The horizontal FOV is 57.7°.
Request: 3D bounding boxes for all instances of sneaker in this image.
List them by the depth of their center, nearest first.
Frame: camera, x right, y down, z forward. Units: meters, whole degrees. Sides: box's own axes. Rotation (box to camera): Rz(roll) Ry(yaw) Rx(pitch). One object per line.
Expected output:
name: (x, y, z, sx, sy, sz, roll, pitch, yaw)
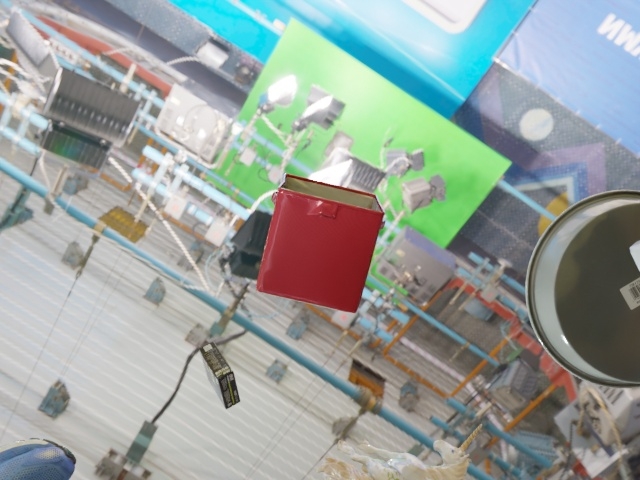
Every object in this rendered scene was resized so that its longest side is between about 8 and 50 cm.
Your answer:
sneaker: (-0.483, 0.420, 0.804, 0.147, 0.330, 0.130, 29, 151, 48)

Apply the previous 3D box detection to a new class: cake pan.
cake pan: (0.447, 0.072, 0.831, 0.293, 0.293, 0.054, 35, 180, -1)

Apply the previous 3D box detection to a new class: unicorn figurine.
unicorn figurine: (0.078, 0.230, 0.589, 0.111, 0.060, 0.162, 3, -170, 39)

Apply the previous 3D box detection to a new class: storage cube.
storage cube: (0.000, 0.000, 1.079, 0.215, 0.193, 0.183, 14, -166, -3)

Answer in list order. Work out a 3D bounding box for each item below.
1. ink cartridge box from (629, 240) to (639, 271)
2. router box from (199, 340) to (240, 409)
ink cartridge box: (0.492, 0.067, 0.619, 0.045, 0.223, 0.224, -21, -95, -45)
router box: (-0.214, 0.289, 1.240, 0.038, 0.122, 0.092, -26, -132, -22)
